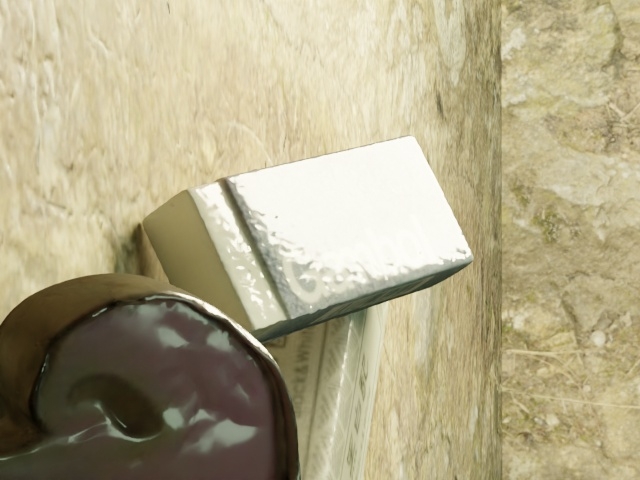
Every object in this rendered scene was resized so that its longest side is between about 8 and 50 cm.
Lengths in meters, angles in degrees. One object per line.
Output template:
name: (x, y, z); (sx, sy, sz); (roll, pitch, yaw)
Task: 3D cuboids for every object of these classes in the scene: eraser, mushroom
eraser: (0.000, 0.000, 0.930); (0.212, 0.046, 0.092); (-17, 78, -51)
eraser: (-0.028, 0.133, 0.944); (0.098, 0.096, 0.404); (77, 17, -47)
mushroom: (-0.084, 0.100, 0.664); (0.117, 0.141, 0.188); (-152, -126, -65)
